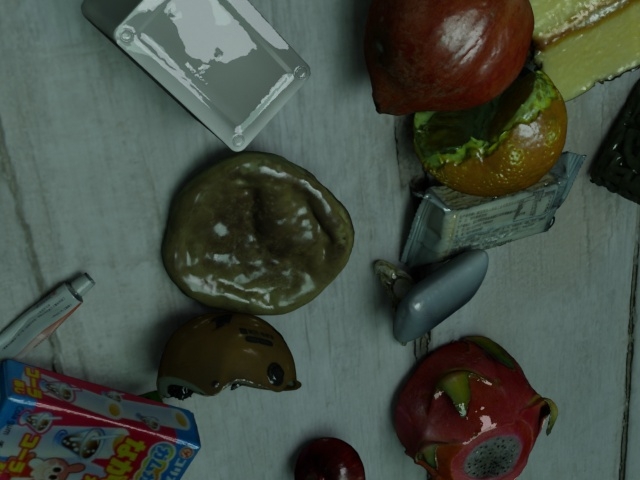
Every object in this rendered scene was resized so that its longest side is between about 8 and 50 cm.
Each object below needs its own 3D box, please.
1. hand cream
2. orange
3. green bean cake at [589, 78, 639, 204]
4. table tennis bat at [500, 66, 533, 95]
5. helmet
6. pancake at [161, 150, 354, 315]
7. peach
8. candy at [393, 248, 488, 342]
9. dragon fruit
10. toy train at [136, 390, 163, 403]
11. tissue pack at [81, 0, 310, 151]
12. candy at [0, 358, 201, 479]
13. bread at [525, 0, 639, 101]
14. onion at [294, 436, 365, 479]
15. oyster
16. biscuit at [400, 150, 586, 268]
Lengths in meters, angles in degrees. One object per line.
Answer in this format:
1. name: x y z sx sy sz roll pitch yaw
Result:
1. hand cream: -0.405 0.124 1.444 0.216 0.038 0.052 -40 104 2
2. orange: 0.268 -0.155 1.548 0.158 0.237 0.179 52 40 -31
3. green bean cake: 0.613 -0.163 1.735 0.132 0.241 0.255 18 105 -31
4. table tennis bat: 0.288 -0.193 1.667 0.124 0.033 0.201 27 98 -29
5. helmet: -0.138 0.173 1.537 0.224 0.198 0.130 2 82 -38
6. pancake: -0.091 0.005 1.510 0.294 0.049 0.295 -7 126 -9
7. peach: 0.163 -0.281 1.424 0.232 0.232 0.257 37 91 -38
8. candy: 0.195 0.090 1.670 0.174 0.071 0.138 -34 160 -24
9. dragon fruit: 0.279 0.333 1.843 0.290 0.189 0.291 -13 121 -24
10. toy train: -0.266 0.340 1.629 0.044 0.042 0.209 -14 121 -22
11. tissue pack: -0.156 -0.257 1.313 0.159 0.136 0.246 -46 129 0
12. candy: -0.346 0.296 1.491 0.305 0.100 0.157 22 110 -29
13. bread: 0.414 -0.348 1.516 0.236 0.198 0.263 -46 132 -20
14. onion: 0.016 0.411 1.778 0.131 0.131 0.131 -13 121 -23
15. oyster: 0.146 0.102 1.742 0.106 0.061 0.200 -28 132 -28
16. biscuit: 0.287 -0.047 1.699 0.309 0.079 0.186 -17 143 -20
